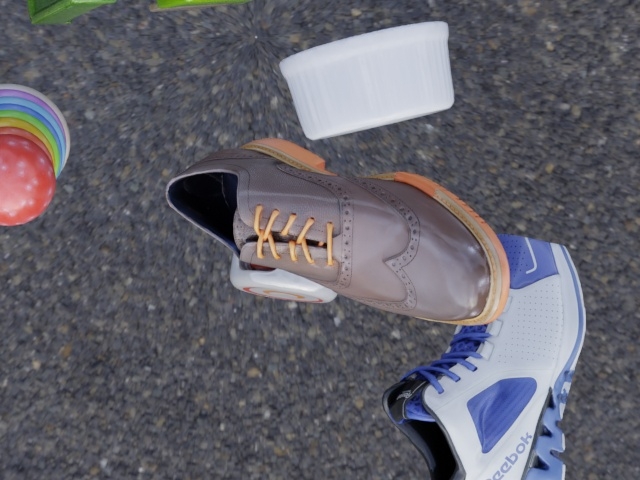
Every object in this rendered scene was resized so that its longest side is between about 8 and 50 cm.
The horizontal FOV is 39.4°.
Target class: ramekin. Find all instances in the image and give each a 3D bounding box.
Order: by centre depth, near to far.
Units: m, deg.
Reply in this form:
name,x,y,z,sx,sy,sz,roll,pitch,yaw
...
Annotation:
name,x,y,z,sx,sy,sz,roll,pitch,yaw
ramekin,0.083,-0.252,1.442,0.277,0.277,0.135,-14,95,-1

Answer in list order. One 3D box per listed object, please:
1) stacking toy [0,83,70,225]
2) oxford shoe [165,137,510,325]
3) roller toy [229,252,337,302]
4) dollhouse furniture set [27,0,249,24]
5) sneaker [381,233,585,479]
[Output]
name,x,y,z,sx,sy,sz,roll,pitch,yaw
stacking toy,-0.343,-0.086,0.979,0.141,0.330,0.141,-5,107,-16
oxford shoe,0.000,0.000,0.795,0.133,0.364,0.129,-15,114,-40
roller toy,-0.055,0.024,1.566,0.191,0.209,0.146,11,80,-14
dollhouse furniture set,-0.183,-0.370,0.848,0.198,0.151,0.301,-12,103,-29
sneaker,0.169,0.140,0.960,0.182,0.127,0.315,11,79,-22
